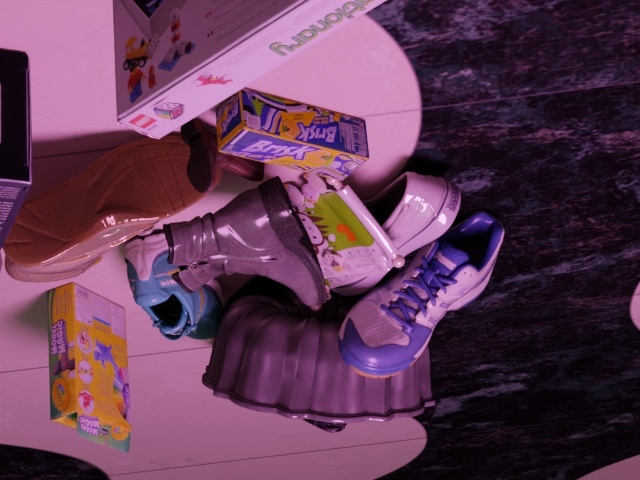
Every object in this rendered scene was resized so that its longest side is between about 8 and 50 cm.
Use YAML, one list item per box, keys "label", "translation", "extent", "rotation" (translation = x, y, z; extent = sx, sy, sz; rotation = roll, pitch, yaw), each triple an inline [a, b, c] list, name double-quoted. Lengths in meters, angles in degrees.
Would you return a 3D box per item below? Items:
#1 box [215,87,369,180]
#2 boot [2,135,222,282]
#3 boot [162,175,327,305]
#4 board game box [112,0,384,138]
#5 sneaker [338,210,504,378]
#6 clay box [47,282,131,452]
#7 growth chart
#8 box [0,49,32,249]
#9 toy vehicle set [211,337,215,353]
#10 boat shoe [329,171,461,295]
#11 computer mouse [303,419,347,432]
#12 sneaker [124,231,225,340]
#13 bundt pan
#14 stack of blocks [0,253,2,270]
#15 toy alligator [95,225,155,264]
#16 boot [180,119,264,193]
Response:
- label: "box"
  translation: [-0.031, -0.117, 1.457]
  extent: [0.169, 0.054, 0.059]
  rotation: [12, 149, -33]
- label: "boot"
  translation: [-0.249, -0.030, 1.531]
  extent: [0.262, 0.095, 0.203]
  rotation: [-28, 177, -16]
- label: "boot"
  translation: [-0.092, 0.021, 1.562]
  extent: [0.161, 0.083, 0.246]
  rotation: [-22, 146, 3]
- label: "board game box"
  translation: [-0.053, -0.230, 1.048]
  extent: [0.305, 0.192, 0.053]
  rotation: [-26, 148, 36]
- label: "sneaker"
  translation: [0.131, 0.058, 1.699]
  extent: [0.296, 0.112, 0.131]
  rotation: [-42, 162, -39]
- label: "clay box"
  translation: [-0.323, 0.184, 1.830]
  extent: [0.053, 0.222, 0.127]
  rotation: [-18, 152, 23]
- label: "growth chart"
  translation: [0.000, 0.000, 1.648]
  extent: [0.172, 0.021, 0.237]
  rotation: [45, 145, -12]
- label: "box"
  translation: [-0.370, -0.081, 1.339]
  extent: [0.108, 0.153, 0.207]
  rotation: [5, 154, -23]
- label: "toy vehicle set"
  translation: [-0.025, 0.192, 2.019]
  extent: [0.267, 0.035, 0.166]
  rotation: [1, -164, -15]
- label: "boat shoe"
  translation: [0.067, -0.011, 1.666]
  extent: [0.088, 0.096, 0.267]
  rotation: [23, 149, -23]
- label: "computer mouse"
  translation: [-0.023, 0.231, 1.808]
  extent: [0.071, 0.041, 0.242]
  rotation: [3, -171, -20]
- label: "sneaker"
  translation: [-0.203, 0.088, 1.787]
  extent: [0.107, 0.109, 0.275]
  rotation: [-11, 155, 10]
- label: "bundt pan"
  translation: [0.003, 0.148, 1.825]
  extent: [0.331, 0.124, 0.331]
  rotation: [6, -171, -1]
- label: "stack of blocks"
  translation: [-0.527, 0.025, 1.509]
  extent: [0.297, 0.087, 0.171]
  rotation: [-6, 120, -2]
- label: "toy alligator"
  translation: [-0.294, 0.000, 1.657]
  extent: [0.190, 0.056, 0.051]
  rotation: [-18, -162, 8]
- label: "boot"
  translation: [-0.100, -0.080, 1.463]
  extent: [0.037, 0.106, 0.114]
  rotation: [-35, 141, 28]
